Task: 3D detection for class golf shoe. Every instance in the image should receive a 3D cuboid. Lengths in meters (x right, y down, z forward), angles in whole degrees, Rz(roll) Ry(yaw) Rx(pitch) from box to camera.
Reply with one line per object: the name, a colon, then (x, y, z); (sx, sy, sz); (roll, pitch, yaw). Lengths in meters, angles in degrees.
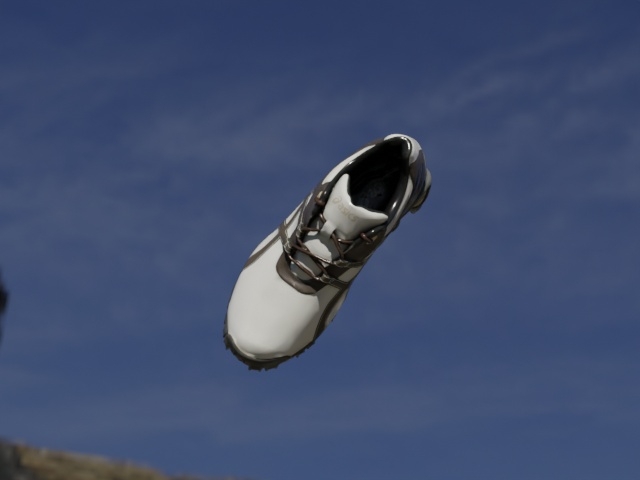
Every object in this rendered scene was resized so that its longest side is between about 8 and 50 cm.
golf shoe: (0.000, 0.000, 1.327); (0.077, 0.198, 0.094); (35, -12, 8)
